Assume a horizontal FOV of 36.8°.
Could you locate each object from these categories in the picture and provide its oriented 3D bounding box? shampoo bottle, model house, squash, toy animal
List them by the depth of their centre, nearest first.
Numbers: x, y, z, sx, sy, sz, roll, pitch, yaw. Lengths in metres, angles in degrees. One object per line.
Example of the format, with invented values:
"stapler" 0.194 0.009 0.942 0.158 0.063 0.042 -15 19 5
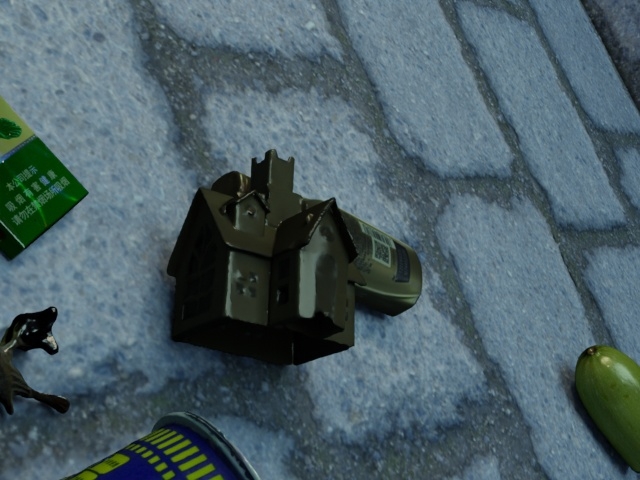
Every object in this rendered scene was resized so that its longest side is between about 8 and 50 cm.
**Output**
"toy animal" -0.320 0.106 0.894 0.202 0.070 0.105 19 69 -47
"model house" -0.047 0.002 1.150 0.211 0.204 0.244 18 63 -37
"shampoo bottle" 0.000 0.000 1.350 0.350 0.084 0.126 26 47 -36
"squash" 0.554 0.294 1.761 0.247 0.132 0.132 53 35 -6

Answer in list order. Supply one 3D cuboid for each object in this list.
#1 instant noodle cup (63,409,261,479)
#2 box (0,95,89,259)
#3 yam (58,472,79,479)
"instant noodle cup" -0.196 0.303 0.683 0.312 0.284 0.284 -17 76 -31
"box" -0.367 -0.103 1.024 0.235 0.034 0.132 50 36 -11
"yam" -0.202 0.347 0.853 0.061 0.061 0.274 0 65 -51
